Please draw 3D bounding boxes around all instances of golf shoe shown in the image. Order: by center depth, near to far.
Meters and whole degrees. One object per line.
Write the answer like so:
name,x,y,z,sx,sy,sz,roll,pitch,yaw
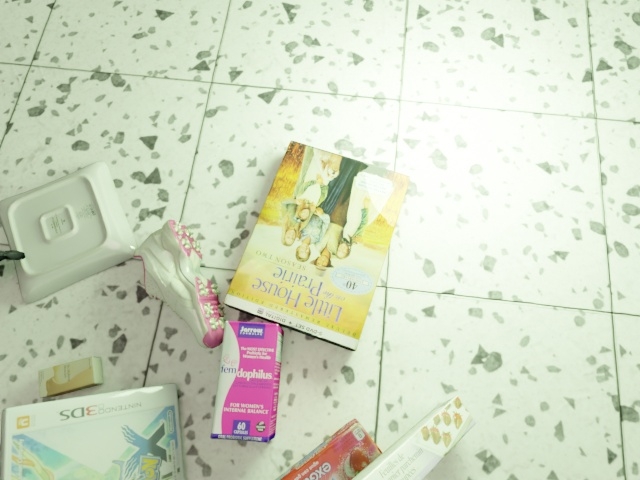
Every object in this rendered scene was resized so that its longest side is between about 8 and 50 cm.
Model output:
golf shoe,-0.306,0.107,0.961,0.140,0.115,0.306,-29,68,3

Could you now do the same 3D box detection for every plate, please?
plate,-0.602,-0.034,1.032,0.278,0.045,0.277,-25,73,-7

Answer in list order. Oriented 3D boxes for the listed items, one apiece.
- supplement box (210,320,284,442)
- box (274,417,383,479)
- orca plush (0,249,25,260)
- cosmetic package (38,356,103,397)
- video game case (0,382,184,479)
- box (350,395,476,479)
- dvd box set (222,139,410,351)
supplement box,-0.142,0.281,0.893,0.111,0.114,0.220,2,71,2
box,0.004,0.463,0.823,0.257,0.128,0.123,-34,76,-10
orca plush,-0.797,0.043,0.996,0.287,0.102,0.151,0,39,6
cosmetic package,-0.525,0.288,0.931,0.115,0.041,0.060,-16,73,-4
video game case,-0.388,0.443,0.785,0.300,0.036,0.329,6,66,-42
box,0.168,0.378,0.785,0.324,0.067,0.063,-13,62,-46
dvd box set,0.000,0.000,1.005,0.307,0.062,0.420,19,73,7
